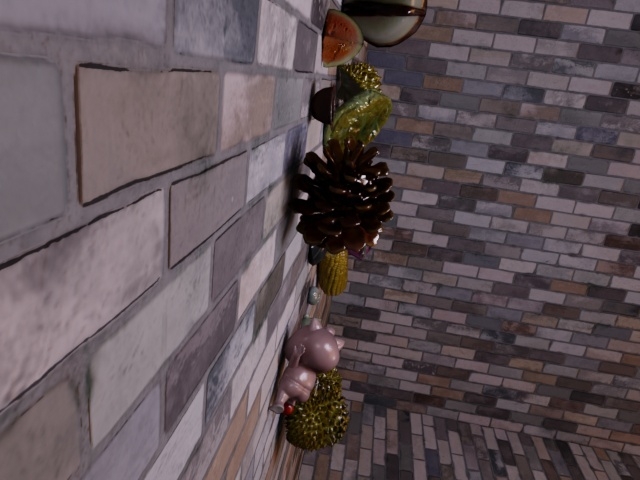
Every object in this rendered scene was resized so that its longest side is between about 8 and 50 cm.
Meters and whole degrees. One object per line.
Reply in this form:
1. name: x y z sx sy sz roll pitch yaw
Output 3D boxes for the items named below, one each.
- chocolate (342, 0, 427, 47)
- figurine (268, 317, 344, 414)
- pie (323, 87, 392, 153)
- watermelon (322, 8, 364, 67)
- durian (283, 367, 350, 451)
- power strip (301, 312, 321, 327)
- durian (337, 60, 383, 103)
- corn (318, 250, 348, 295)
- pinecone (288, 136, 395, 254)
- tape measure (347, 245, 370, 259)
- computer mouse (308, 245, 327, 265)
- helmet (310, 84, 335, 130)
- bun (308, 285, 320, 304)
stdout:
1. chocolate: 0.180 -0.744 1.469 0.186 0.284 0.283 -32 135 -55
2. figurine: -0.061 0.369 1.395 0.186 0.176 0.287 6 -115 55
3. pie: 0.125 -0.383 1.569 0.277 0.078 0.277 -38 162 -15
4. watermelon: 0.033 -0.517 1.198 0.094 0.125 0.135 -21 93 -50
5. durian: -0.014 0.583 1.667 0.258 0.258 0.292 92 3 -56
6. power strip: -0.049 0.419 1.843 0.118 0.046 0.270 25 73 -67
7. durian: 0.142 -0.517 1.718 0.306 0.167 0.172 100 -17 -82
8. corn: 0.054 0.121 2.116 0.387 0.144 0.143 83 16 -54
9. pinecone: 0.049 -0.115 1.090 0.264 0.264 0.264 9 90 -85
10. tape measure: 0.133 -0.008 2.242 0.245 0.232 0.149 -30 134 -62
11. computer mouse: 0.000 0.000 1.690 0.106 0.062 0.192 81 20 -75
12. helmet: 0.005 -0.328 1.175 0.089 0.057 0.111 -72 166 -77
13. bun: -0.025 0.221 1.901 0.083 0.045 0.083 4 90 -86
